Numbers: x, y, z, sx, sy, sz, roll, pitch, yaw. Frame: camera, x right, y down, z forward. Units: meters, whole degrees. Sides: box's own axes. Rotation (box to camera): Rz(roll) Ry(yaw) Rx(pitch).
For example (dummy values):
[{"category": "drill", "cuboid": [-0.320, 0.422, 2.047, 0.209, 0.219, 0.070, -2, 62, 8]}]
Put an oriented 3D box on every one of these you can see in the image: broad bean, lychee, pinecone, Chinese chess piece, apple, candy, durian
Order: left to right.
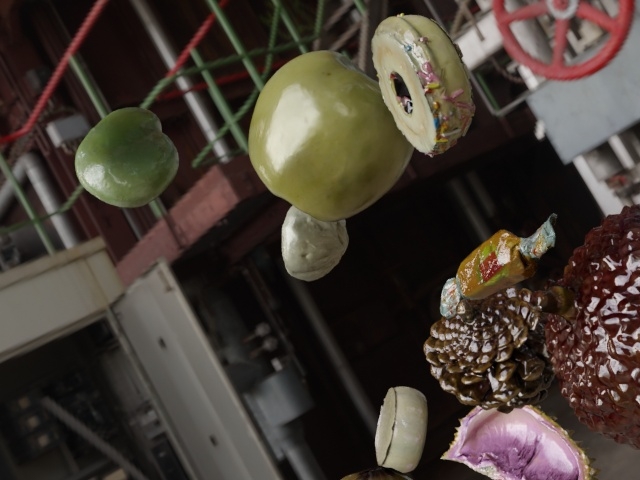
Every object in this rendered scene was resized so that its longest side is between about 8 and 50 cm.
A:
[{"category": "broad bean", "cuboid": [-0.322, -0.139, 1.534, 0.169, 0.228, 0.100, -11, -52, -21]}, {"category": "apple", "cuboid": [0.018, -0.164, 1.458, 0.262, 0.262, 0.262, -29, -6, -3]}, {"category": "Chinese chess piece", "cuboid": [0.115, 0.269, 1.325, 0.051, 0.122, 0.122, 11, -11, -4]}, {"category": "pinecone", "cuboid": [0.253, 0.157, 1.319, 0.186, 0.168, 0.212, -5, -18, 33]}, {"category": "candy", "cuboid": [0.179, 0.025, 0.925, 0.046, 0.053, 0.182, 12, -32, -27]}, {"category": "durian", "cuboid": [0.441, 0.446, 1.956, 0.191, 0.341, 0.112, -62, -37, -17]}, {"category": "lychee", "cuboid": [0.347, 0.086, 0.957, 0.300, 0.264, 0.264, 15, -22, -15]}]

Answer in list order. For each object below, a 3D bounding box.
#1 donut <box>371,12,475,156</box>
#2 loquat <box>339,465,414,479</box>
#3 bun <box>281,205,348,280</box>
[{"category": "donut", "cuboid": [0.119, -0.182, 1.072, 0.068, 0.174, 0.174, -26, -6, -10]}, {"category": "loquat", "cuboid": [0.074, 0.358, 1.167, 0.137, 0.163, 0.163, -58, -17, 22]}, {"category": "bun", "cuboid": [0.000, 0.000, 1.889, 0.102, 0.183, 0.183, 7, 15, 31]}]
